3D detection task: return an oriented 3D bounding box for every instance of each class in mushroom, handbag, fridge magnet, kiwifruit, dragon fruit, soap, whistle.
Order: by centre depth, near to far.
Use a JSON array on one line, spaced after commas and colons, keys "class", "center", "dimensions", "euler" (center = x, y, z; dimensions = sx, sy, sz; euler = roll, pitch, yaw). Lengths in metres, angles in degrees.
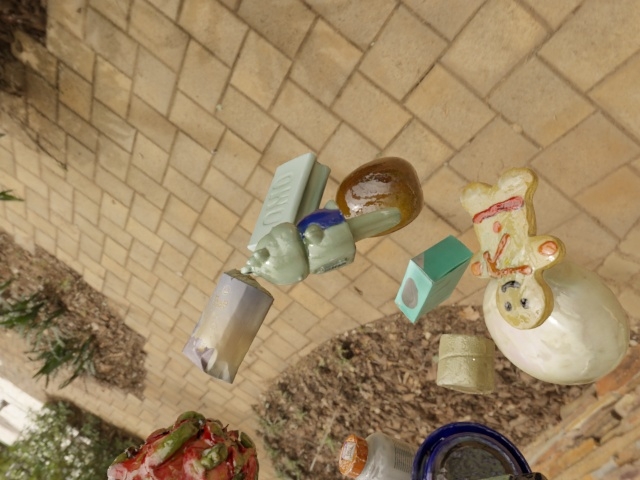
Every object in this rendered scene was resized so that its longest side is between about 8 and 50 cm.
[{"class": "whistle", "center": [0.000, 0.000, 0.632], "dimensions": [0.110, 0.244, 0.092], "euler": [83, 164, -70]}, {"class": "handbag", "center": [-0.145, 0.122, 0.693], "dimensions": [0.095, 0.173, 0.117], "euler": [38, 163, -32]}, {"class": "mushroom", "center": [0.426, 0.136, 0.801], "dimensions": [0.246, 0.202, 0.246], "euler": [30, 130, 44]}, {"class": "dragon fruit", "center": [-0.263, 0.457, 0.823], "dimensions": [0.302, 0.237, 0.231], "euler": [-21, 129, 16]}, {"class": "fridge magnet", "center": [0.331, 0.531, 0.948], "dimensions": [0.265, 0.266, 0.113], "euler": [14, 148, 19]}, {"class": "kiwifruit", "center": [0.146, -0.108, 1.130], "dimensions": [0.233, 0.196, 0.196], "euler": [-19, 118, 25]}, {"class": "soap", "center": [-0.081, -0.087, 1.151], "dimensions": [0.159, 0.266, 0.087], "euler": [-13, 141, 44]}]

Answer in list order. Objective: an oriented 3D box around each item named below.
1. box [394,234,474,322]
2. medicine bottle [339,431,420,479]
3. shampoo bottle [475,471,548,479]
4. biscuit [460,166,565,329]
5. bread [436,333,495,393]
[{"class": "box", "center": [0.399, 0.142, 1.571], "dimensions": [0.118, 0.205, 0.311], "euler": [48, 156, 26]}, {"class": "medicine bottle", "center": [0.195, 0.604, 1.144], "dimensions": [0.288, 0.157, 0.157], "euler": [26, 139, -12]}, {"class": "shampoo bottle", "center": [0.177, 0.444, 0.649], "dimensions": [0.359, 0.078, 0.134], "euler": [-28, 77, 26]}, {"class": "biscuit", "center": [0.279, 0.013, 0.643], "dimensions": [0.030, 0.235, 0.153], "euler": [-1, 169, -27]}, {"class": "bread", "center": [0.397, 0.335, 1.184], "dimensions": [0.148, 0.142, 0.134], "euler": [16, 160, -16]}]
